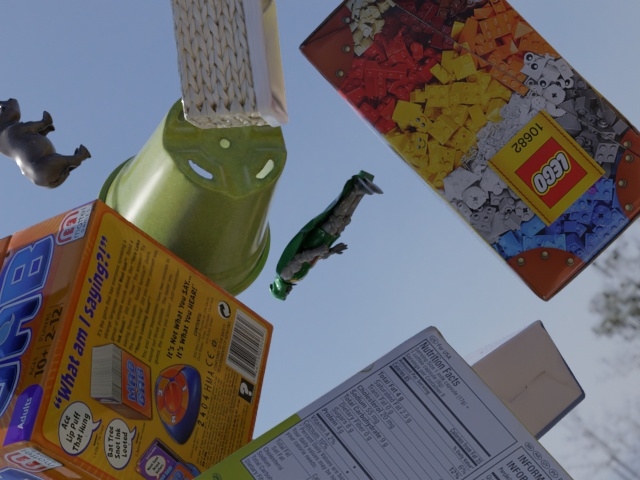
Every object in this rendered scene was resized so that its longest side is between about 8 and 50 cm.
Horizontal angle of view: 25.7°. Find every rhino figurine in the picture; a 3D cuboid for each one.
[{"bbox_3d":[-0.510,-0.177,2.449,0.106,0.243,0.073,-41,-27,-17],"label":"rhino figurine"}]

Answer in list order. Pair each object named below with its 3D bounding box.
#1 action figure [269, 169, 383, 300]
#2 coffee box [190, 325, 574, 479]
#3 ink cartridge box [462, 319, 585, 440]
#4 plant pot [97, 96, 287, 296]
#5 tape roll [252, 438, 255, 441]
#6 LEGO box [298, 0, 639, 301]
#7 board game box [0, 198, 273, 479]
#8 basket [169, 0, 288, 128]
[{"bbox_3d":[0.000,0.000,2.122,0.232,0.063,0.137,-50,-15,16],"label":"action figure"},{"bbox_3d":[0.078,0.358,1.367,0.334,0.338,0.337,-32,-28,-20],"label":"coffee box"},{"bbox_3d":[0.169,0.292,2.153,0.395,0.151,0.270,-30,-3,38],"label":"ink cartridge box"},{"bbox_3d":[-0.169,-0.082,2.047,0.276,0.276,0.254,-41,-9,-35],"label":"plant pot"},{"bbox_3d":[-0.209,0.451,2.401,0.392,0.392,0.072,112,163,-48],"label":"tape roll"},{"bbox_3d":[0.194,-0.130,1.663,0.193,0.372,0.500,-44,-5,4],"label":"LEGO box"},{"bbox_3d":[-0.335,0.222,1.917,0.356,0.356,0.356,-19,47,36],"label":"board game box"},{"bbox_3d":[-0.101,-0.209,1.555,0.113,0.103,0.167,19,-116,-82],"label":"basket"}]
